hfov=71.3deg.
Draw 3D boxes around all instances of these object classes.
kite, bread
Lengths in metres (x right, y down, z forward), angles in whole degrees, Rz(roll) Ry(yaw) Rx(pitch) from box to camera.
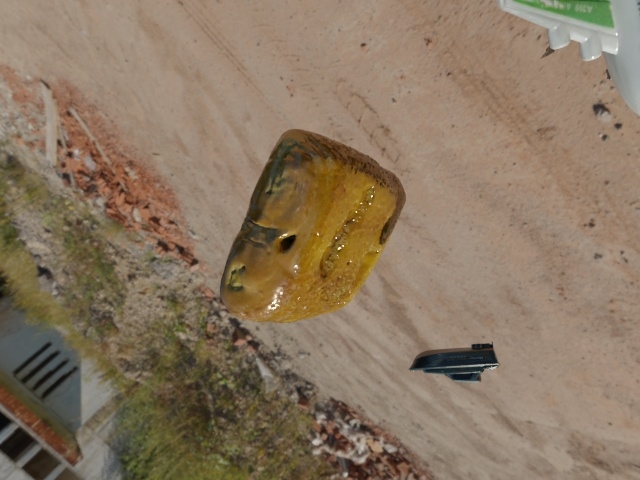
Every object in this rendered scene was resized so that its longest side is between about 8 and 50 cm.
[{"bbox_3d":[0.502,-0.430,0.954,0.004,0.090,0.122,18,144,4],"label":"kite"},{"bbox_3d":[0.006,0.003,0.774,0.148,0.328,0.337,29,-172,31],"label":"bread"}]

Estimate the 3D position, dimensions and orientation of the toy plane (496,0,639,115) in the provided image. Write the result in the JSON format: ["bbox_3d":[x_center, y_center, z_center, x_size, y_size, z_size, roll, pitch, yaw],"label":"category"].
[{"bbox_3d":[0.270,-0.226,0.385,0.101,0.251,0.255,-107,-10,-60],"label":"toy plane"}]

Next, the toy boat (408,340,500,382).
[{"bbox_3d":[0.210,0.197,0.711,0.141,0.060,0.055,-10,160,21],"label":"toy boat"}]
